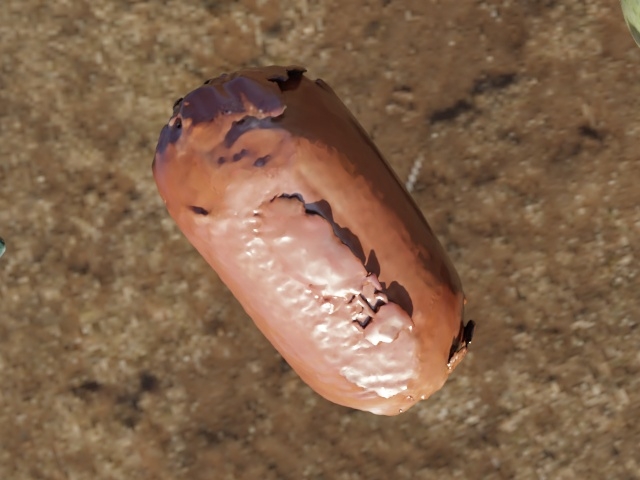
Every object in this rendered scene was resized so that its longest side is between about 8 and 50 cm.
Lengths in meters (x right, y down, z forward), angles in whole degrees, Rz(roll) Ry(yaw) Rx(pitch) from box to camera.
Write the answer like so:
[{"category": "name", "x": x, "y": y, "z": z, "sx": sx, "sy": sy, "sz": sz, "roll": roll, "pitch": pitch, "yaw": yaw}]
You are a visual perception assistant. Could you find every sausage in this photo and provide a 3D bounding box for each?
[{"category": "sausage", "x": 0.000, "y": 0.000, "z": 0.495, "sx": 0.076, "sy": 0.076, "sz": 0.141, "roll": -15, "pitch": 116, "yaw": 47}]

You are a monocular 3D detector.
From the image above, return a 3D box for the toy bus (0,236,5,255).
[{"category": "toy bus", "x": -0.185, "y": 0.039, "z": 0.363, "sx": 0.128, "sy": 0.256, "sz": 0.147, "roll": 40, "pitch": 113, "yaw": -15}]

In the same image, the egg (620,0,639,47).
[{"category": "egg", "x": 0.319, "y": -0.226, "z": 1.097, "sx": 0.177, "sy": 0.177, "sz": 0.228, "roll": 8, "pitch": 98, "yaw": 45}]
